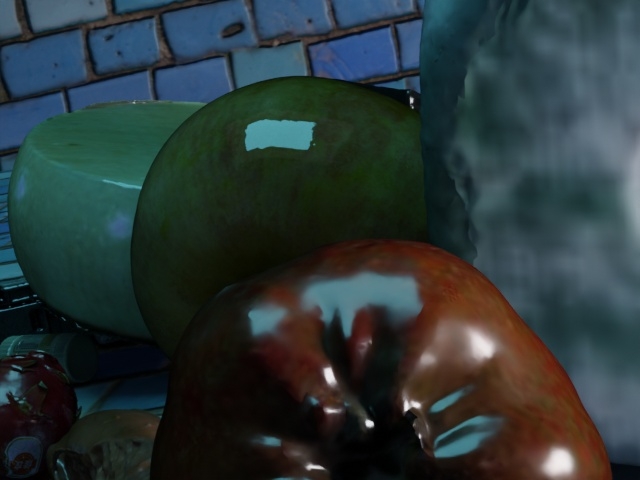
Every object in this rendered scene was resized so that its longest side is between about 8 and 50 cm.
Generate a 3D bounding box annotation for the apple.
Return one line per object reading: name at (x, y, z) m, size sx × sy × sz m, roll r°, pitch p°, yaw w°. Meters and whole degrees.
apple at (0.000, 0.000, 1.054) m, size 0.257 × 0.256 × 0.234 m, roll -7°, pitch 25°, yaw 24°

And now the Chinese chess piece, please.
Chinese chess piece at (-0.105, -0.022, 1.341) m, size 0.349 × 0.146 × 0.349 m, roll 4°, pitch 19°, yaw -1°

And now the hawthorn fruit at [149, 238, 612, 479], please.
hawthorn fruit at (0.025, 0.104, 0.697) m, size 0.208 × 0.208 × 0.248 m, roll -11°, pitch -5°, yaw 3°

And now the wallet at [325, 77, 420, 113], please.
wallet at (0.071, -0.065, 1.471) m, size 0.051 × 0.197 × 0.377 m, roll -22°, pitch 12°, yaw -9°

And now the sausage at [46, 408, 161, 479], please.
sausage at (-0.098, 0.155, 0.871) m, size 0.087 × 0.079 × 0.327 m, roll -41°, pitch 18°, yaw -10°

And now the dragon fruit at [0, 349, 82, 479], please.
dragon fruit at (-0.241, 0.155, 1.048) m, size 0.094 × 0.094 × 0.190 m, roll 2°, pitch 39°, yaw 49°

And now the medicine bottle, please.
medicine bottle at (-0.246, 0.107, 1.334) m, size 0.083 × 0.047 × 0.047 m, roll -5°, pitch 13°, yaw 32°

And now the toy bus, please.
toy bus at (-0.264, 0.070, 1.445) m, size 0.194 × 0.087 × 0.089 m, roll -14°, pitch 7°, yaw -13°

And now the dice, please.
dice at (0.255, -0.069, 0.903) m, size 0.328 × 0.330 × 0.348 m, roll -1°, pitch 14°, yaw 18°
